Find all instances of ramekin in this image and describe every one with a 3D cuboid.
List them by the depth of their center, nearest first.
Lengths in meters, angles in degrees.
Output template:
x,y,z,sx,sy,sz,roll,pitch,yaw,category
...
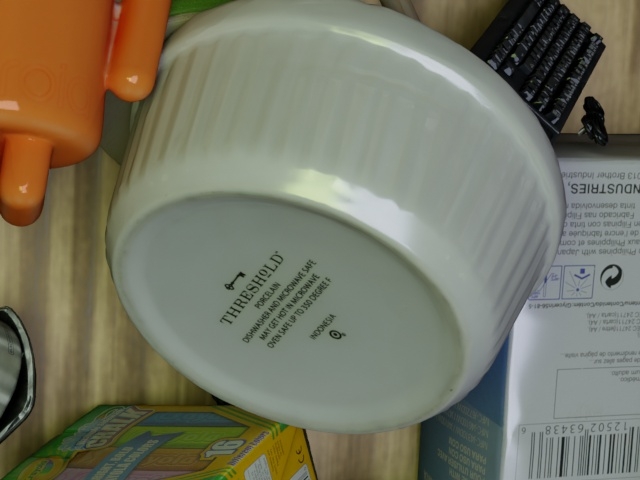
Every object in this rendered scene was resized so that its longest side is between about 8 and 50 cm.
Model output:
x,y,z,sx,sy,sz,roll,pitch,yaw,category
0.000,0.000,0.990,0.273,0.273,0.127,39,48,-21,ramekin

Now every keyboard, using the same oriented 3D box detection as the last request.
x,y,z,sx,sy,sz,roll,pitch,yaw,category
0.156,-0.111,1.113,0.108,0.180,0.023,47,120,-6,keyboard

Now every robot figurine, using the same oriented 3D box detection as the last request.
x,y,z,sx,sy,sz,roll,pitch,yaw,category
-0.178,-0.121,0.956,0.128,0.158,0.219,23,67,-59,robot figurine

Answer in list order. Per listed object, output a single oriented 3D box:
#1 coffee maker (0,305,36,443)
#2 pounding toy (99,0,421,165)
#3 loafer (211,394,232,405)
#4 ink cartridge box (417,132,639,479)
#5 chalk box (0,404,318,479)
x,y,z,sx,sy,sz,roll,pitch,yaw,category
-0.286,0.088,1.009,0.178,0.120,0.171,31,92,-42,coffee maker
-0.032,-0.127,1.075,0.236,0.110,0.183,-13,142,20,pounding toy
0.004,0.077,1.165,0.170,0.062,0.061,-23,118,-4,loafer
0.215,0.127,1.189,0.270,0.151,0.396,0,99,-18,ink cartridge box
-0.117,0.189,1.080,0.132,0.213,0.132,-38,119,-56,chalk box
